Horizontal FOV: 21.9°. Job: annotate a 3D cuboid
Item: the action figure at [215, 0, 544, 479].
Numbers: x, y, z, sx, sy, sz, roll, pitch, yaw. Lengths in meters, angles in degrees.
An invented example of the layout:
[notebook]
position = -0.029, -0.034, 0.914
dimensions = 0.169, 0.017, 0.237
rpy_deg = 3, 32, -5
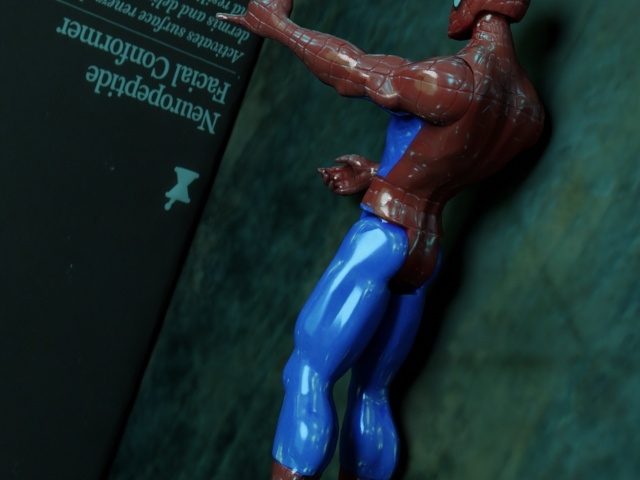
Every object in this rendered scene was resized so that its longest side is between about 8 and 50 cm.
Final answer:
[action figure]
position = 0.000, 0.000, 0.707
dimensions = 0.139, 0.091, 0.280
rpy_deg = 30, 99, 37

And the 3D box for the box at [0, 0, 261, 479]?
[box]
position = -0.172, -0.032, 0.821
dimensions = 0.143, 0.191, 0.381
rpy_deg = 23, 94, 46
